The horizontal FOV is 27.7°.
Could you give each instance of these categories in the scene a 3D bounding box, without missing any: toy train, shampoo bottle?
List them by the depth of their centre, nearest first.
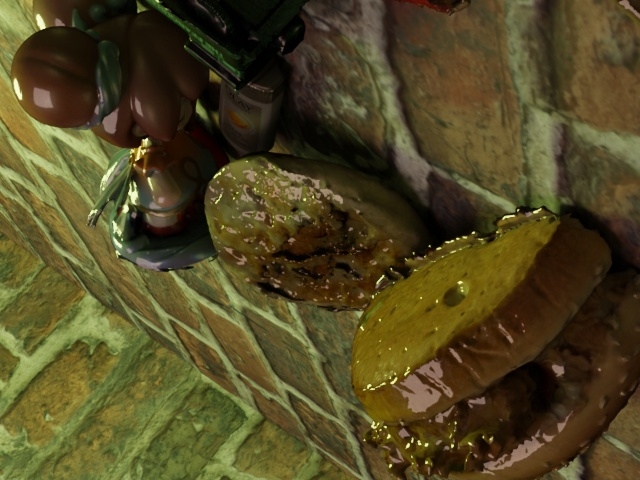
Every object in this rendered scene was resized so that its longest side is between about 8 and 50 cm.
[{"bbox_3d":[-0.153,-0.298,1.409,0.330,0.138,0.178,39,167,7],"label":"toy train"},{"bbox_3d":[-0.091,-0.181,1.687,0.086,0.056,0.227,41,163,7],"label":"shampoo bottle"}]

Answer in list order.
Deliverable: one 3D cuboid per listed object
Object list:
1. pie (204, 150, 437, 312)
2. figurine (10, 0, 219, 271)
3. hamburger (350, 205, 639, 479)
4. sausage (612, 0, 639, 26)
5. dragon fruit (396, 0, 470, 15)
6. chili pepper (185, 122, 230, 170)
[{"bbox_3d":[0.000,0.000,1.737,0.339,0.077,0.339,13,146,9],"label":"pie"},{"bbox_3d":[-0.255,-0.164,1.755,0.248,0.276,0.388,-3,134,1],"label":"figurine"},{"bbox_3d":[0.189,0.167,1.527,0.268,0.287,0.445,41,153,-14],"label":"hamburger"},{"bbox_3d":[0.238,-0.198,1.024,0.132,0.024,0.024,43,162,-5],"label":"sausage"},{"bbox_3d":[0.047,-0.278,1.086,0.212,0.134,0.262,30,179,-8],"label":"dragon fruit"},{"bbox_3d":[-0.243,-0.166,2.024,0.368,0.092,0.137,39,-177,25],"label":"chili pepper"}]
